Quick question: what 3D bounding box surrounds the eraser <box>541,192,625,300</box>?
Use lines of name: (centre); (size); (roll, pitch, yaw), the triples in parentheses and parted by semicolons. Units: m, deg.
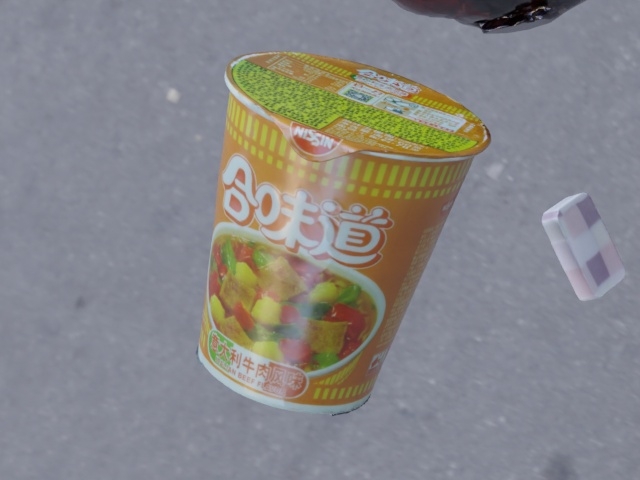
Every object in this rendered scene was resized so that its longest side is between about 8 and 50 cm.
eraser: (0.279, 0.007, 1.678); (0.026, 0.065, 0.105); (-17, 101, 52)

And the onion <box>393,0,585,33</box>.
onion: (0.161, -0.285, 1.265); (0.281, 0.281, 0.221); (-8, 86, 34)

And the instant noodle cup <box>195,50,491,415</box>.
instant noodle cup: (0.000, 0.000, 0.962); (0.168, 0.168, 0.185); (33, 118, 39)
